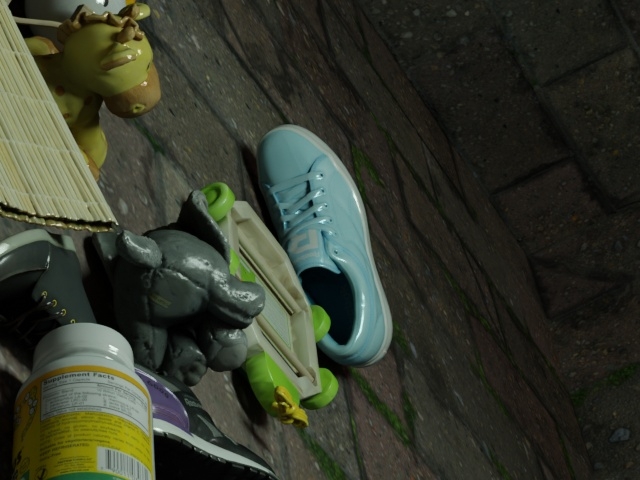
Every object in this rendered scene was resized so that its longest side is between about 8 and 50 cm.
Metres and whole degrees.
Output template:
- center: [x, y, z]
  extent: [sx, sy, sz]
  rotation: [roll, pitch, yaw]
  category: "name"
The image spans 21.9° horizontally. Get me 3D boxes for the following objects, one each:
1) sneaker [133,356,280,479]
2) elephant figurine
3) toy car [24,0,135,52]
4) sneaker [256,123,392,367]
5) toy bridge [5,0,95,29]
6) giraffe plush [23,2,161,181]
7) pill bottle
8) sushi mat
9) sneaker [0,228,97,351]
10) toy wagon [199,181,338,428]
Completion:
- center: [-0.126, 0.188, 1.602]
  extent: [0.283, 0.107, 0.124]
  rotation: [45, 21, -52]
  category: "sneaker"
- center: [-0.159, 0.032, 1.724]
  extent: [0.169, 0.186, 0.239]
  rotation: [10, 26, -18]
  category: "elephant figurine"
- center: [-0.250, -0.289, 1.832]
  extent: [0.219, 0.210, 0.238]
  rotation: [58, 24, -70]
  category: "toy car"
- center: [0.000, 0.000, 2.301]
  extent: [0.366, 0.135, 0.150]
  rotation: [66, 11, 9]
  category: "sneaker"
- center: [-0.323, -0.261, 1.719]
  extent: [0.188, 0.063, 0.026]
  rotation: [35, -11, -22]
  category: "toy bridge"
- center: [-0.237, -0.164, 1.672]
  extent: [0.210, 0.170, 0.181]
  rotation: [43, 25, -54]
  category: "giraffe plush"
- center: [-0.195, 0.170, 1.363]
  extent: [0.117, 0.117, 0.208]
  rotation: [52, 19, -39]
  category: "pill bottle"
- center: [-0.298, -0.134, 1.503]
  extent: [0.151, 0.019, 0.317]
  rotation: [10, 41, -48]
  category: "sushi mat"
- center: [-0.246, 0.058, 1.440]
  extent: [0.118, 0.083, 0.222]
  rotation: [66, 13, 4]
  category: "sneaker"
- center: [-0.070, 0.098, 2.023]
  extent: [0.267, 0.068, 0.344]
  rotation: [53, 19, -36]
  category: "toy wagon"
